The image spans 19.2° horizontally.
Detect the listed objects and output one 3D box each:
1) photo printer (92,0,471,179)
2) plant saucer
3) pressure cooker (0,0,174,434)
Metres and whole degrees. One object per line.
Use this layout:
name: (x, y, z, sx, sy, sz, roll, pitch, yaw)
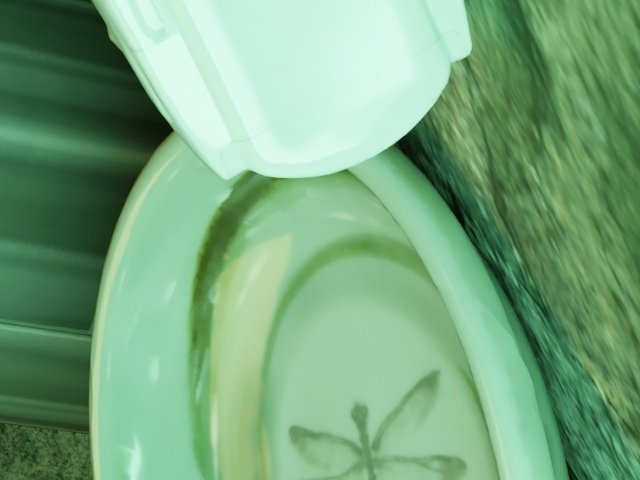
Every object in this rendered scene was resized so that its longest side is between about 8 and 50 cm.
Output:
photo printer: (-0.071, -0.177, 0.646, 0.256, 0.107, 0.307, 64, 176, -24)
plant saucer: (0.015, 0.126, 0.922, 0.400, 0.100, 0.400, 15, 107, 56)
pressure cooker: (-0.305, -0.049, 1.483, 0.375, 0.420, 0.370, -37, 50, 55)
